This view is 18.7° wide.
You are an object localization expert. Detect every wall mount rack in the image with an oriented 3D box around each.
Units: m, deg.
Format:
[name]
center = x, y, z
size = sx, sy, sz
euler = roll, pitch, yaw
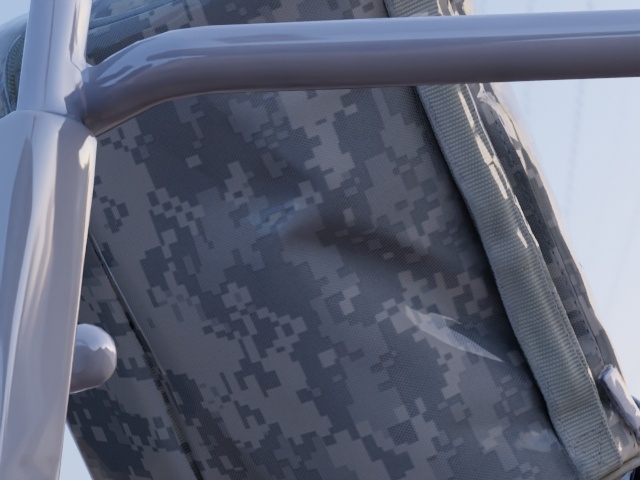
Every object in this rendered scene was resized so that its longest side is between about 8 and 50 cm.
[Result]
[wall mount rack]
center = -0.018, 0.074, 0.369
size = 0.130, 0.350, 0.304
euler = 22, -31, -37

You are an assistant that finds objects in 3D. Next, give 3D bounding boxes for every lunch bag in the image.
[lunch bag]
center = 0.000, 0.000, 0.899
size = 0.212, 0.305, 0.256
euler = -28, 10, -36
